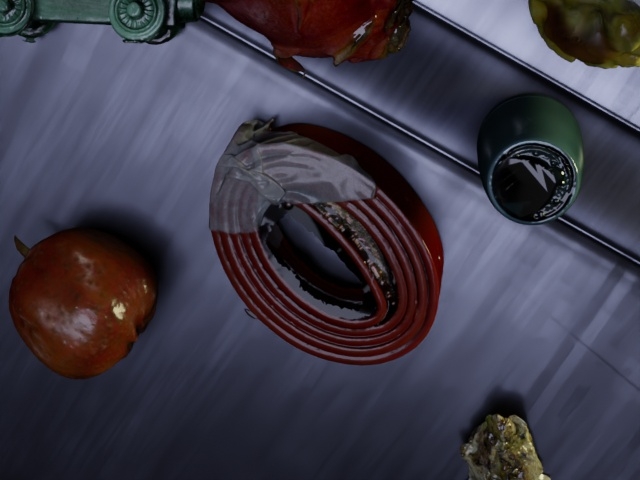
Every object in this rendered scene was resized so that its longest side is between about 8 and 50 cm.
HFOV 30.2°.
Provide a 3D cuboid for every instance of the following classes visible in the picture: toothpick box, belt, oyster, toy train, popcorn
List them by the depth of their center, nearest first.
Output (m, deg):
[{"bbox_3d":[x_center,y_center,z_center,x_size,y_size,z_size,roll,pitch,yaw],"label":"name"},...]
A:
[{"bbox_3d":[0.314,-0.280,1.234,0.218,0.169,0.189,-35,94,36],"label":"popcorn"},{"bbox_3d":[0.230,-0.087,1.304,0.120,0.184,0.120,3,109,8],"label":"toothpick box"},{"bbox_3d":[-0.271,-0.312,1.348,0.285,0.116,0.177,4,97,8],"label":"toy train"},{"bbox_3d":[0.000,0.000,1.405,0.324,0.115,0.227,43,108,-7],"label":"belt"},{"bbox_3d":[0.225,0.280,1.502,0.108,0.053,0.166,-7,115,21],"label":"oyster"}]

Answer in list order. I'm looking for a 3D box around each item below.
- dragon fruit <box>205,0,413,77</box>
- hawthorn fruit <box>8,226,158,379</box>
[{"bbox_3d":[-0.027,-0.322,1.234,0.250,0.250,0.315,-33,142,17],"label":"dragon fruit"},{"bbox_3d":[-0.301,0.063,1.441,0.200,0.179,0.179,41,109,-2],"label":"hawthorn fruit"}]
